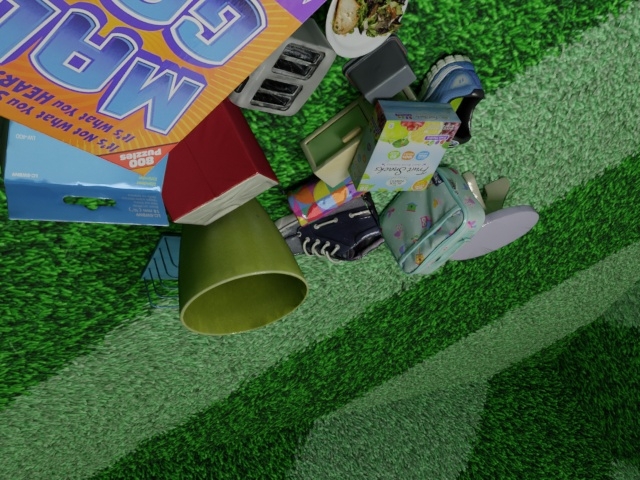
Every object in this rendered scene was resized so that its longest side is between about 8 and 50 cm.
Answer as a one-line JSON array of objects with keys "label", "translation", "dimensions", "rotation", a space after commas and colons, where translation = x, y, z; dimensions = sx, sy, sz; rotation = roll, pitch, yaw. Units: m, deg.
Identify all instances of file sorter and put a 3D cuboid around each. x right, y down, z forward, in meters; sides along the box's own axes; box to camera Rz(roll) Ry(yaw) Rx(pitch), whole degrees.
[{"label": "file sorter", "translation": [-0.348, 0.076, 1.646], "dimensions": [0.118, 0.104, 0.170], "rotation": [2, 139, -37]}]

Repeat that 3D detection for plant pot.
[{"label": "plant pot", "translation": [-0.198, 0.015, 1.467], "dimensions": [0.275, 0.293, 0.274], "rotation": [-15, 152, -8]}]

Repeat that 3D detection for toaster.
[{"label": "toaster", "translation": [-0.082, -0.326, 1.218], "dimensions": [0.186, 0.110, 0.168], "rotation": [1, 140, -46]}]

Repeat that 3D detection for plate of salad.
[{"label": "plate of salad", "translation": [0.096, -0.422, 1.235], "dimensions": [0.200, 0.048, 0.199], "rotation": [-30, 147, -22]}]

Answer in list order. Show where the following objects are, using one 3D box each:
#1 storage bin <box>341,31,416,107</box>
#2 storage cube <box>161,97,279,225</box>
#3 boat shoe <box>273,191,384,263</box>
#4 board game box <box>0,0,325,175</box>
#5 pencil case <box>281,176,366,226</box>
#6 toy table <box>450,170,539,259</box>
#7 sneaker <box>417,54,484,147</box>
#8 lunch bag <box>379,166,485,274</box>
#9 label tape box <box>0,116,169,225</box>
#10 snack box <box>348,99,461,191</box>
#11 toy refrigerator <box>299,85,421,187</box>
[{"label": "storage bin", "translation": [0.129, -0.337, 1.374], "dimensions": [0.135, 0.091, 0.098], "rotation": [-33, 147, 15]}, {"label": "storage cube", "translation": [-0.212, -0.155, 1.259], "dimensions": [0.184, 0.193, 0.215], "rotation": [-29, 175, 7]}, {"label": "boat shoe", "translation": [0.000, 0.000, 1.715], "dimensions": [0.341, 0.158, 0.127], "rotation": [-28, 148, 4]}, {"label": "board game box", "translation": [-0.276, -0.368, 0.812], "dimensions": [0.356, 0.356, 0.356], "rotation": [-39, 146, 21]}, {"label": "pencil case", "translation": [0.028, -0.124, 1.617], "dimensions": [0.236, 0.104, 0.104], "rotation": [-26, 148, 6]}, {"label": "toy table", "translation": [0.456, -0.070, 1.915], "dimensions": [0.274, 0.160, 0.252], "rotation": [-17, 148, -10]}, {"label": "sneaker", "translation": [0.253, -0.253, 1.526], "dimensions": [0.130, 0.147, 0.330], "rotation": [-2, 142, -32]}, {"label": "lunch bag", "translation": [0.290, -0.050, 1.774], "dimensions": [0.108, 0.224, 0.279], "rotation": [5, 138, -39]}, {"label": "label tape box", "translation": [-0.365, -0.186, 1.037], "dimensions": [0.241, 0.333, 0.106], "rotation": [1, 140, -35]}, {"label": "snack box", "translation": [0.175, -0.196, 1.427], "dimensions": [0.175, 0.070, 0.207], "rotation": [-3, 143, -20]}, {"label": "toy refrigerator", "translation": [0.093, -0.244, 1.475], "dimensions": [0.270, 0.102, 0.094], "rotation": [-34, 147, 16]}]
